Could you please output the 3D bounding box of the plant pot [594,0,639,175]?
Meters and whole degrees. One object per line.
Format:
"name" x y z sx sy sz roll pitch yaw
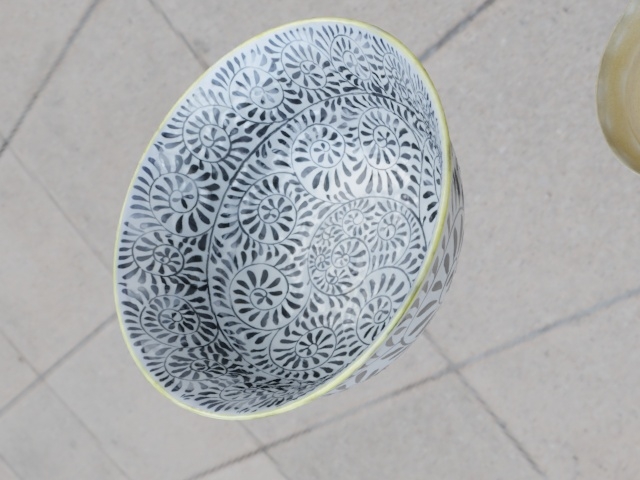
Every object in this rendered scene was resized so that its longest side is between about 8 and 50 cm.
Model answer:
"plant pot" 0.363 -0.162 1.038 0.032 0.236 0.236 18 162 -37

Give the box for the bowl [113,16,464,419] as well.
"bowl" 0.000 0.000 0.473 0.170 0.170 0.080 9 166 40
